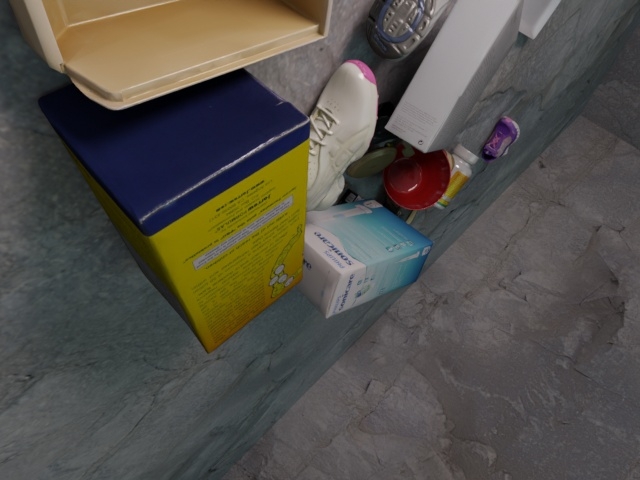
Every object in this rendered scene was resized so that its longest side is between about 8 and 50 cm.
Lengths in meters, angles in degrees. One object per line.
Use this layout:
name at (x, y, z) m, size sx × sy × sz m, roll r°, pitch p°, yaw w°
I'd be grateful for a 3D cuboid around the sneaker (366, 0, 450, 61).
sneaker at (0.174, -0.413, 0.665) m, size 0.297 × 0.111 × 0.129 m, roll -51°, pitch 179°, yaw 14°

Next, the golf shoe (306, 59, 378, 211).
golf shoe at (-0.002, -0.158, 0.745) m, size 0.140 × 0.115 × 0.306 m, roll -23°, pitch 148°, yaw -41°

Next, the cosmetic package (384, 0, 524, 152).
cosmetic package at (0.280, -0.329, 0.871) m, size 0.284 × 0.098 × 0.377 m, roll -58°, pitch 168°, yaw 22°

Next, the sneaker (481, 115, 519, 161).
sneaker at (0.700, -0.388, 1.699) m, size 0.105 × 0.095 × 0.236 m, roll -35°, pitch 158°, yaw -9°

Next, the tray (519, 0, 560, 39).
tray at (0.551, -0.606, 1.098) m, size 0.271 × 0.030 × 0.145 m, roll -19°, pitch 145°, yaw -50°

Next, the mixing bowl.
mixing bowl at (0.238, -0.172, 1.130) m, size 0.181 × 0.181 × 0.098 m, roll -46°, pitch -169°, yaw -1°

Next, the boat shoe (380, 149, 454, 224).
boat shoe at (0.235, -0.141, 1.250) m, size 0.123 × 0.123 × 0.342 m, roll 30°, pitch 109°, yaw -38°

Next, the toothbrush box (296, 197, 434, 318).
toothbrush box at (0.071, 0.024, 0.978) m, size 0.296 × 0.216 × 0.126 m, roll -15°, pitch 133°, yaw -39°

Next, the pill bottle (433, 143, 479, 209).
pill bottle at (0.431, -0.216, 1.449) m, size 0.208 × 0.118 × 0.118 m, roll -55°, pitch 157°, yaw 20°

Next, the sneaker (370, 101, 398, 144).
sneaker at (0.145, -0.258, 0.920) m, size 0.170 × 0.051 × 0.089 m, roll -28°, pitch 157°, yaw -32°

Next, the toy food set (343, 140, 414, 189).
toy food set at (0.114, -0.184, 0.982) m, size 0.192 × 0.038 × 0.132 m, roll -26°, pitch 168°, yaw 14°

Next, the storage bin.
storage bin at (-0.107, -0.271, 0.317) m, size 0.260 × 0.123 × 0.262 m, roll -35°, pitch 157°, yaw -30°

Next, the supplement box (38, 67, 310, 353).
supplement box at (-0.150, -0.035, 0.562) m, size 0.195 × 0.194 × 0.356 m, roll -37°, pitch 158°, yaw -24°

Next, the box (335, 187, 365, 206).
box at (0.046, -0.033, 1.136) m, size 0.206 × 0.036 × 0.114 m, roll -54°, pitch 157°, yaw 8°
